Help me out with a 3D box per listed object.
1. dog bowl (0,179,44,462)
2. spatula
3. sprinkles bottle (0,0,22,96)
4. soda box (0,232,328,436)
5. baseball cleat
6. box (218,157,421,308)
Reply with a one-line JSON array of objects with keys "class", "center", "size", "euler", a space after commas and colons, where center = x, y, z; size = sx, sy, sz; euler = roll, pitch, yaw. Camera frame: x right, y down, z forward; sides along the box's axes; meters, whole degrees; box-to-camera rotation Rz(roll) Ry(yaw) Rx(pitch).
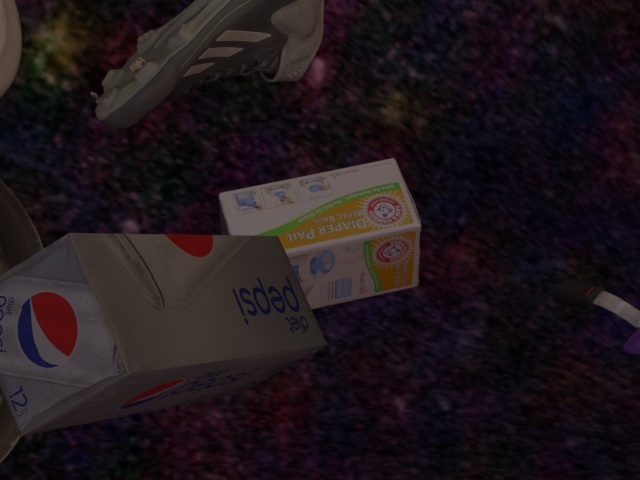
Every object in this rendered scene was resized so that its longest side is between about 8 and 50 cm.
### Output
[{"class": "dog bowl", "center": [-0.419, 0.082, 1.528], "size": [0.102, 0.349, 0.348], "euler": [1, 79, 33]}, {"class": "spatula", "center": [0.317, 0.070, 1.670], "size": [0.084, 0.030, 0.296], "euler": [-47, 18, -5]}, {"class": "sprinkles bottle", "center": [-0.354, -0.090, 0.958], "size": [0.355, 0.121, 0.121], "euler": [-17, 72, 29]}, {"class": "soda box", "center": [-0.106, 0.056, 1.041], "size": [0.091, 0.286, 0.098], "euler": [-29, 78, 22]}, {"class": "baseball cleat", "center": [-0.067, -0.135, 1.119], "size": [0.206, 0.109, 0.072], "euler": [-47, 29, -14]}, {"class": "box", "center": [0.000, 0.000, 1.684], "size": [0.203, 0.114, 0.103], "euler": [-11, 52, -9]}]
